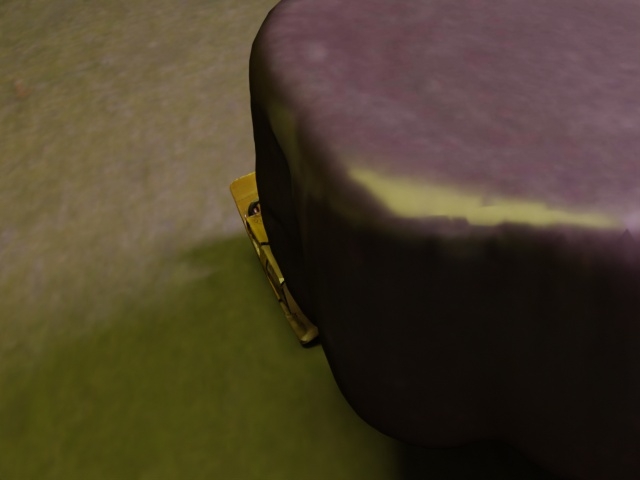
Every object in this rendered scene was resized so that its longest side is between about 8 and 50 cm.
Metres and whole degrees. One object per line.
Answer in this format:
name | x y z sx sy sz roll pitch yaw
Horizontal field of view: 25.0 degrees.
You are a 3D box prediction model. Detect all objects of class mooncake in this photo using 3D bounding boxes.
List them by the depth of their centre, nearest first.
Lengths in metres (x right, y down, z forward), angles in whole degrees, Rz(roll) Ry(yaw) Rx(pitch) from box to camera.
mooncake | 0.122 -0.026 0.625 0.306 0.154 0.306 -3 35 2

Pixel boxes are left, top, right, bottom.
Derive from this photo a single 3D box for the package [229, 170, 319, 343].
package | 0.000 0.000 0.784 0.071 0.047 0.131 -24 30 -6
